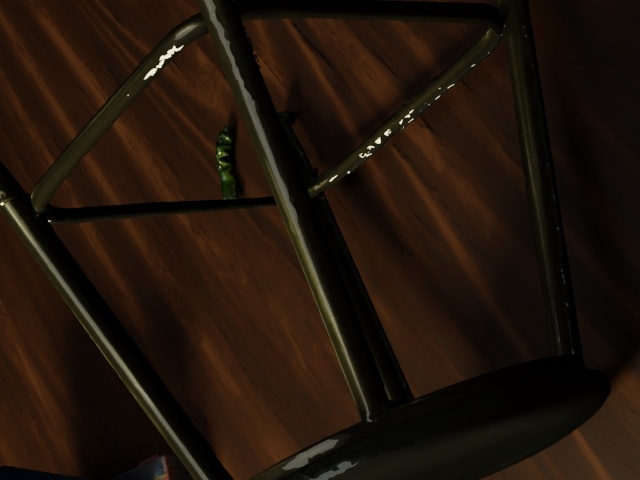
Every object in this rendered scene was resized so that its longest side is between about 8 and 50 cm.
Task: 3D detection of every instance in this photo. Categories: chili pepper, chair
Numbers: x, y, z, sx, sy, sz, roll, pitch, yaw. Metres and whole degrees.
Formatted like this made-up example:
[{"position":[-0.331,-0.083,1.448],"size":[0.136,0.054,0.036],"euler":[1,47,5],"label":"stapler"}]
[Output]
[{"position":[-0.098,-0.078,1.368],"size":[0.027,0.022,0.083],"euler":[134,129,-82],"label":"chili pepper"},{"position":[0.000,0.000,1.005],"size":[0.362,0.364,0.410],"euler":[-39,67,44],"label":"chair"}]

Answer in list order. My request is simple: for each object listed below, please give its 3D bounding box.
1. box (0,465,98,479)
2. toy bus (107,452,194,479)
[{"position":[-0.281,0.401,1.468],"size":[0.261,0.116,0.279],"euler":[-5,111,52],"label":"box"},{"position":[-0.192,0.287,1.463],"size":[0.192,0.065,0.077],"euler":[-31,61,47],"label":"toy bus"}]
